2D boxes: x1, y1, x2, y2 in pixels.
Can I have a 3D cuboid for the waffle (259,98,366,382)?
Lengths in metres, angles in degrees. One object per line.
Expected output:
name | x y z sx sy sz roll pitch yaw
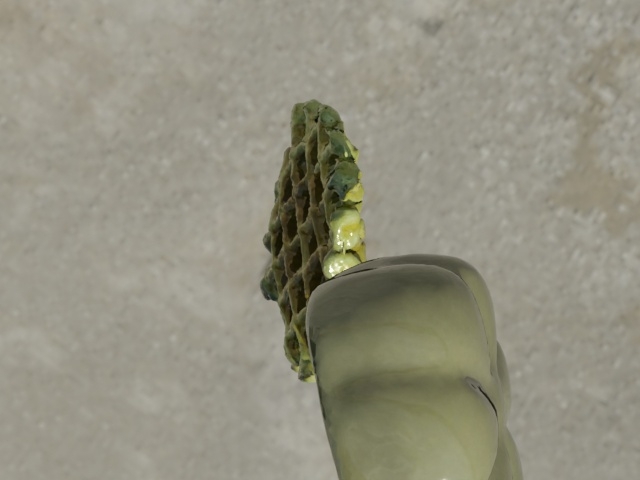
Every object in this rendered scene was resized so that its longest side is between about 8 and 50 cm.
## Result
waffle | 0.000 0.000 1.806 0.073 0.317 0.297 2 -162 -16

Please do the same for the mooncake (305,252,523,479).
mooncake | 0.087 0.138 1.312 0.135 0.275 0.275 -13 137 13
